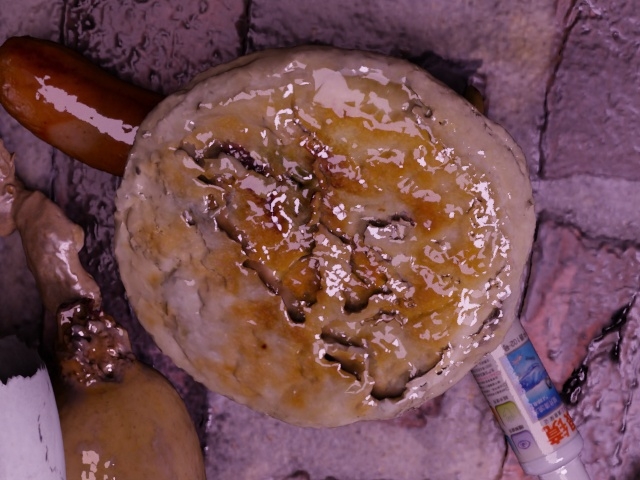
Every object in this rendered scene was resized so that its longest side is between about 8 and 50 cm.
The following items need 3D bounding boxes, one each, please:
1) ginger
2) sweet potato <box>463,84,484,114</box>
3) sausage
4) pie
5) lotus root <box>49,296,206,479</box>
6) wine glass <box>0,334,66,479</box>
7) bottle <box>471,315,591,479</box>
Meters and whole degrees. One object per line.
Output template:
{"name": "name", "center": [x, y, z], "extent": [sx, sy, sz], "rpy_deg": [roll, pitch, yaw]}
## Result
{"name": "ginger", "center": [-0.288, -0.028, 1.519], "extent": [0.149, 0.065, 0.258], "rpy_deg": [-31, 104, 21]}
{"name": "sweet potato", "center": [0.087, -0.005, 1.500], "extent": [0.069, 0.059, 0.249], "rpy_deg": [33, 102, 34]}
{"name": "sausage", "center": [-0.123, -0.095, 1.486], "extent": [0.302, 0.076, 0.103], "rpy_deg": [10, 95, 0]}
{"name": "pie", "center": [0.000, 0.000, 1.430], "extent": [0.339, 0.077, 0.339], "rpy_deg": [3, 112, 7]}
{"name": "lotus root", "center": [-0.172, 0.216, 1.500], "extent": [0.169, 0.151, 0.342], "rpy_deg": [-10, 105, -39]}
{"name": "wine glass", "center": [-0.305, 0.229, 1.358], "extent": [0.238, 0.238, 0.323], "rpy_deg": [10, 99, 1]}
{"name": "bottle", "center": [0.179, 0.155, 1.518], "extent": [0.060, 0.060, 0.217], "rpy_deg": [-26, 93, 8]}
